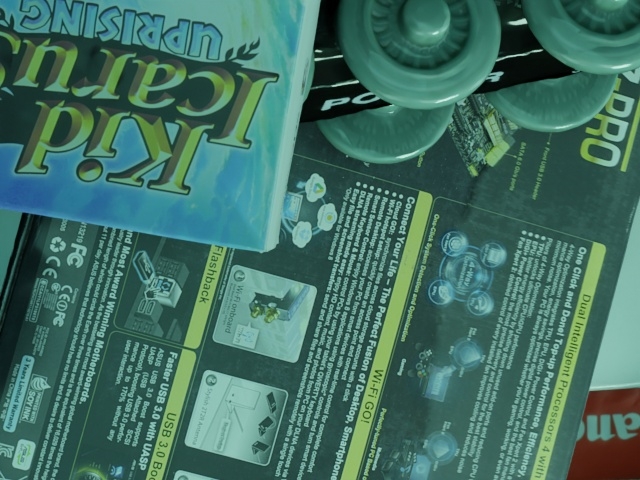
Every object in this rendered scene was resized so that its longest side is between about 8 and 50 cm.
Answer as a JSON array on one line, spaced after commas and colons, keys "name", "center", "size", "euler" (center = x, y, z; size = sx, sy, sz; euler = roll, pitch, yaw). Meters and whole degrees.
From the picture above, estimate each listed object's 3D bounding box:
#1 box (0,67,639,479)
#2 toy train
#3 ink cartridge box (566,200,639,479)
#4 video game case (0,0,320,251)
[{"name": "box", "center": [0.000, 0.000, 1.004], "size": [0.318, 0.097, 0.394], "euler": [15, 88, -9]}, {"name": "toy train", "center": [0.027, -0.141, 0.901], "size": [0.334, 0.142, 0.190], "euler": [-10, 79, -10]}, {"name": "ink cartridge box", "center": [0.180, 0.082, 1.153], "size": [0.275, 0.060, 0.238], "euler": [-2, 94, -6]}, {"name": "video game case", "center": [-0.131, -0.136, 0.774], "size": [0.270, 0.061, 0.244], "euler": [9, 95, 1]}]
